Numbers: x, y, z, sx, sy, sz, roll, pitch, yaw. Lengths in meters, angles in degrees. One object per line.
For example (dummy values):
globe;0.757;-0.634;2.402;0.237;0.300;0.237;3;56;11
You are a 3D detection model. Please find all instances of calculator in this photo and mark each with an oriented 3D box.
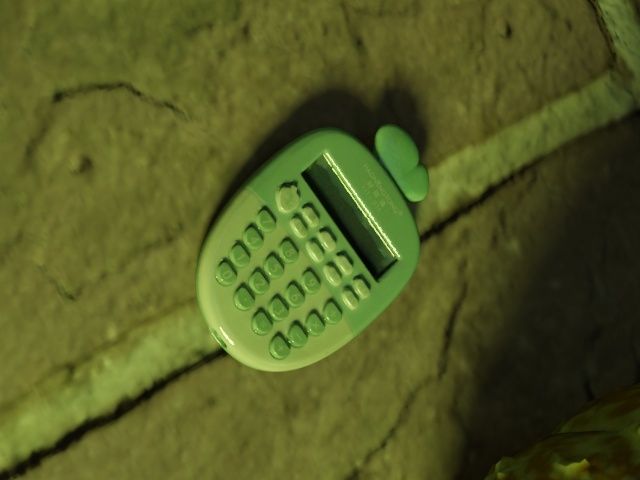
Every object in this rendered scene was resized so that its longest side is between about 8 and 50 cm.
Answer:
calculator;0.000;0.000;0.839;0.153;0.021;0.095;-45;107;-32

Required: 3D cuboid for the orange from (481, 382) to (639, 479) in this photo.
orange;0.197;0.221;0.798;0.329;0.249;0.329;6;77;-26
